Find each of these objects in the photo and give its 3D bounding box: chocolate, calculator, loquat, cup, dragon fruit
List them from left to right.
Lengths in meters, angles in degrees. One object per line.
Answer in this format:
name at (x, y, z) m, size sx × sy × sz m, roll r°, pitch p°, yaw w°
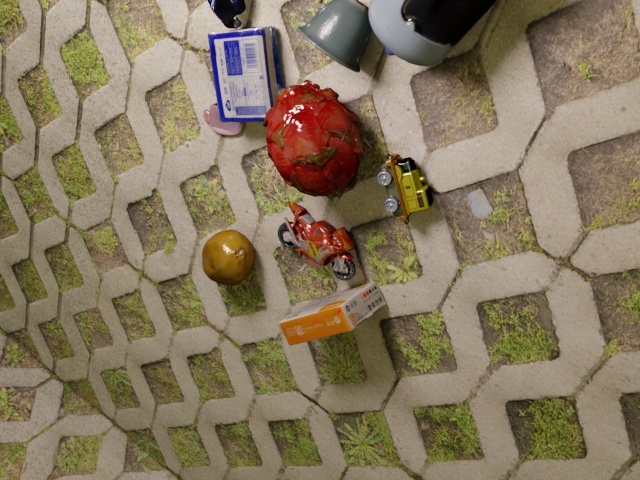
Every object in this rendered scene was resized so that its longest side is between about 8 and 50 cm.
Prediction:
chocolate at (-0.285, -0.766, 1.811) m, size 0.126 × 0.148 × 0.343 m, roll -19°, pitch 95°, yaw 47°
calculator at (-0.316, -0.392, 2.092) m, size 0.166 × 0.024 × 0.103 m, roll 14°, pitch 119°, yaw 27°
loquat at (-0.318, 0.059, 2.217) m, size 0.234 × 0.176 × 0.187 m, roll -27°, pitch 54°, yaw 57°
dragon fruit at (-0.016, -0.273, 1.789) m, size 0.277 × 0.277 × 0.342 m, roll -21°, pitch 89°, yaw 39°
cup at (0.061, -0.556, 1.680) m, size 0.199 × 0.199 × 0.150 m, roll 40°, pitch 111°, yaw 11°

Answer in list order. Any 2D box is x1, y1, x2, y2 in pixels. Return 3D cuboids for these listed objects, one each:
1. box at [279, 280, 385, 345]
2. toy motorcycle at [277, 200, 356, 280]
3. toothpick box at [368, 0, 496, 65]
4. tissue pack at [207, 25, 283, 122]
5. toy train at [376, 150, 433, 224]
box at (0.038, 0.229, 2.028) m, size 0.274 × 0.221 × 0.091 m, roll -20°, pitch 96°, yaw 36°
toy motorcycle at (-0.001, 0.002, 2.028) m, size 0.298 × 0.089 × 0.171 m, roll 31°, pitch 124°, yaw 19°
toothpick box at (0.261, -0.573, 1.498) m, size 0.263 × 0.263 × 0.354 m, roll 48°, pitch 130°, yaw 5°
tissue pack at (-0.210, -0.489, 1.909) m, size 0.209 × 0.137 × 0.269 m, roll 5°, pitch 111°, yaw 33°
toy train at (0.237, -0.151, 1.800) m, size 0.127 × 0.089 × 0.219 m, roll -10°, pitch 106°, yaw 26°
